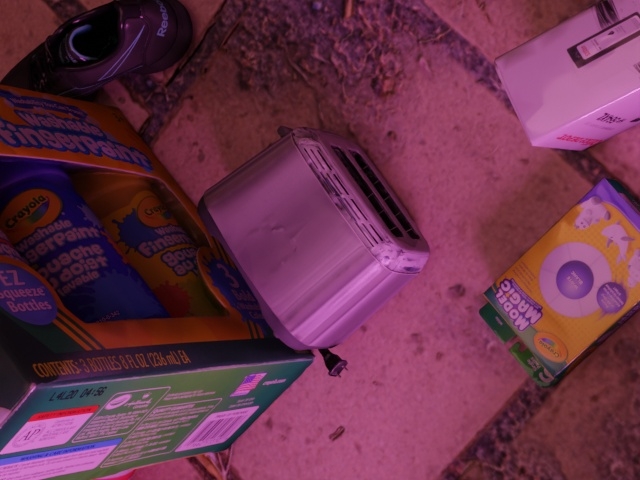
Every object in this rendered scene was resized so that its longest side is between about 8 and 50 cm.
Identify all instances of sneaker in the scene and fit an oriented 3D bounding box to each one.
[{"bbox_3d":[-0.267,-0.197,1.420,0.267,0.106,0.101,-25,79,28],"label":"sneaker"}]

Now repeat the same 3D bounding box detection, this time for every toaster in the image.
[{"bbox_3d":[0.000,0.000,1.257,0.146,0.129,0.227,-41,70,20],"label":"toaster"}]

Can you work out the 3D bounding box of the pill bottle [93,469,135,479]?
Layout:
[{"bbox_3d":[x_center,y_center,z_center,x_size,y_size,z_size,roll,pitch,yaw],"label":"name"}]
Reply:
[{"bbox_3d":[-0.357,0.287,1.392,0.229,0.229,0.408,39,107,23],"label":"pill bottle"}]

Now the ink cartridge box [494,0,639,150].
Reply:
[{"bbox_3d":[0.268,-0.154,1.099,0.203,0.148,0.086,-27,79,27],"label":"ink cartridge box"}]

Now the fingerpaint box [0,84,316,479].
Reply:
[{"bbox_3d":[-0.258,0.028,1.218,0.163,0.444,0.371,-47,69,18],"label":"fingerpaint box"}]

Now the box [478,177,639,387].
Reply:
[{"bbox_3d":[0.227,0.042,1.181,0.179,0.043,0.105,-47,68,22],"label":"box"}]
